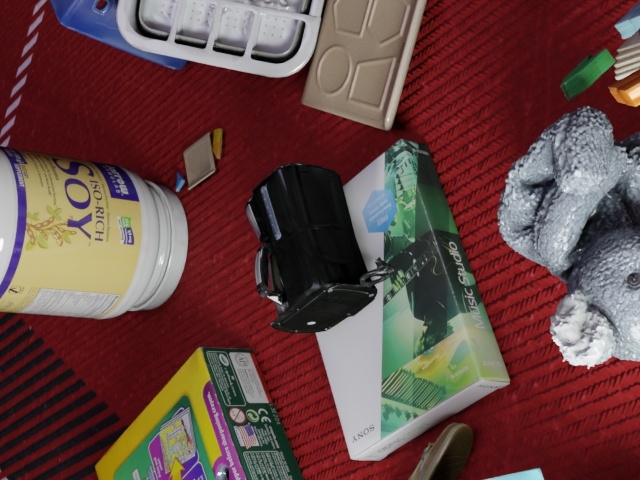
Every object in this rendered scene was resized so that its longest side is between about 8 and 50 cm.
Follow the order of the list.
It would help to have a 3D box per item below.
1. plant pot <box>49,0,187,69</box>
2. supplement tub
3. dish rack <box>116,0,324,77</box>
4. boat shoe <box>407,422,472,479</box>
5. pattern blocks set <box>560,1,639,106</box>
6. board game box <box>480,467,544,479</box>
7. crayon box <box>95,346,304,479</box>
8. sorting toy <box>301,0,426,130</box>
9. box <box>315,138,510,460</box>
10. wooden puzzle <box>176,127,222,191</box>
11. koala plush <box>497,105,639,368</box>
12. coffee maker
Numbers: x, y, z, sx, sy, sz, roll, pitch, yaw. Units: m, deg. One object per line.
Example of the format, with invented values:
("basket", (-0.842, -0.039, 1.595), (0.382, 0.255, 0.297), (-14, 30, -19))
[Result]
("plant pot", (-0.278, -0.436, 1.798), (0.212, 0.236, 0.236), (-48, 50, 24))
("supplement tub", (-0.391, -0.006, 1.771), (0.241, 0.331, 0.241), (-9, 78, 48))
("dish rack", (-0.114, -0.403, 1.633), (0.285, 0.072, 0.333), (13, 93, 11))
("boat shoe", (0.124, 0.265, 1.353), (0.048, 0.056, 0.153), (42, 122, 39))
("pattern blocks set", (0.349, -0.208, 1.026), (0.026, 0.285, 0.325), (53, 144, -12))
("board game box", (0.167, 0.388, 1.134), (0.336, 0.079, 0.254), (103, 155, -64))
("crayon box", (-0.152, 0.382, 1.609), (0.313, 0.106, 0.363), (-49, 50, 34))
("sorting toy", (0.060, -0.251, 1.526), (0.208, 0.038, 0.193), (26, 103, 53))
("box", (0.083, 0.073, 1.426), (0.232, 0.058, 0.322), (-40, 57, 38))
("wooden puzzle", (-0.182, -0.120, 1.794), (0.116, 0.014, 0.079), (-22, 63, 45))
("koala plush", (0.280, 0.019, 1.128), (0.203, 0.196, 0.221), (-46, 52, 48))
("coffee maker", (0.000, 0.000, 1.424), (0.171, 0.120, 0.178), (-25, 64, 19))
